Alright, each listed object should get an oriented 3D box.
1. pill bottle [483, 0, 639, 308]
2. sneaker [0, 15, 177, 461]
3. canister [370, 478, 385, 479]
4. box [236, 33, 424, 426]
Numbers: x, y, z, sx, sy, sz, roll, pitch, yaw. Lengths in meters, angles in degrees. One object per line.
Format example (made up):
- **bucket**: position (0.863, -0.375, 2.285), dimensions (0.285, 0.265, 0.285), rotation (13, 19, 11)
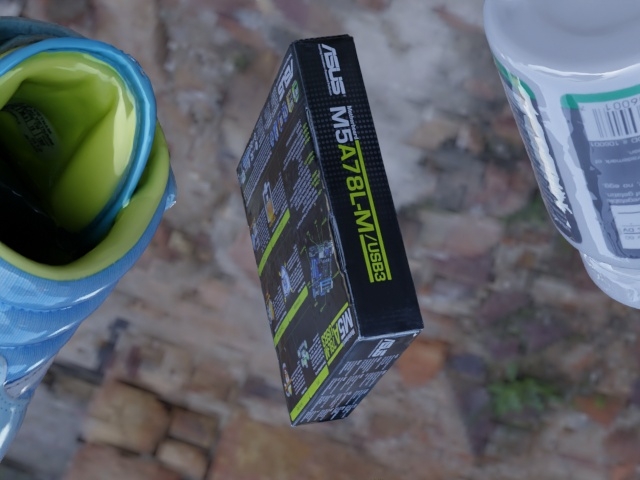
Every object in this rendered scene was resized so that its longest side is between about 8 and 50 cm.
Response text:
- **pill bottle**: position (0.279, -0.105, 1.482), dimensions (0.204, 0.204, 0.361), rotation (6, 147, 25)
- **sneaker**: position (-0.143, -0.039, 0.723), dimensions (0.127, 0.319, 0.208), rotation (23, 121, -29)
- **canister**: position (0.070, 0.303, 1.579), dimensions (0.126, 0.170, 0.073), rotation (25, 112, 3)
- **box**: position (0.000, 0.000, 1.013), dimensions (0.045, 0.184, 0.190), rotation (-10, 161, -17)
